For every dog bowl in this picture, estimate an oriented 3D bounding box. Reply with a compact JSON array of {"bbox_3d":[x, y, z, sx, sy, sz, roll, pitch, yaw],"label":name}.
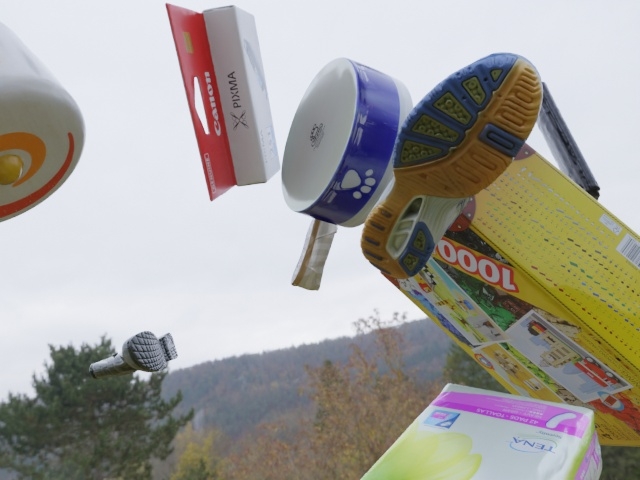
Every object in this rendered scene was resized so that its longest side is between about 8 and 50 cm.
[{"bbox_3d":[0.034,-0.161,0.845,0.104,0.265,0.265,15,-30,-26],"label":"dog bowl"}]

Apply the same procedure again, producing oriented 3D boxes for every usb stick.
[{"bbox_3d":[0.491,-0.200,1.029,0.045,0.278,0.077,-18,-21,7],"label":"usb stick"}]

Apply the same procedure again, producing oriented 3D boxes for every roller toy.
[{"bbox_3d":[-0.343,-0.113,0.496,0.209,0.146,0.191,-49,-12,18],"label":"roller toy"}]

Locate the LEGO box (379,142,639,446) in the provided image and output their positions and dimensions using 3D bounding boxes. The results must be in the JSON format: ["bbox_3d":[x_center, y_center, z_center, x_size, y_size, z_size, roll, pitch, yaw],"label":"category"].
[{"bbox_3d":[0.388,0.110,0.893,0.193,0.500,0.372,-44,-10,-20],"label":"LEGO box"}]

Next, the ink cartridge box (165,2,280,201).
[{"bbox_3d":[-0.147,-0.238,0.862,0.066,0.297,0.261,-6,17,10],"label":"ink cartridge box"}]

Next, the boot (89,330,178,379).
[{"bbox_3d":[-0.406,0.255,1.054,0.161,0.084,0.246,-20,-9,-4],"label":"boot"}]

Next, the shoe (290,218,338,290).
[{"bbox_3d":[0.000,0.000,1.041,0.058,0.219,0.076,21,-16,-6],"label":"shoe"}]

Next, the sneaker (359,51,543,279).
[{"bbox_3d":[0.139,-0.089,0.575,0.131,0.111,0.296,-47,-9,-45],"label":"sneaker"}]

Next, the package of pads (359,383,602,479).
[{"bbox_3d":[0.201,0.305,0.627,0.229,0.101,0.296,-2,18,44],"label":"package of pads"}]
